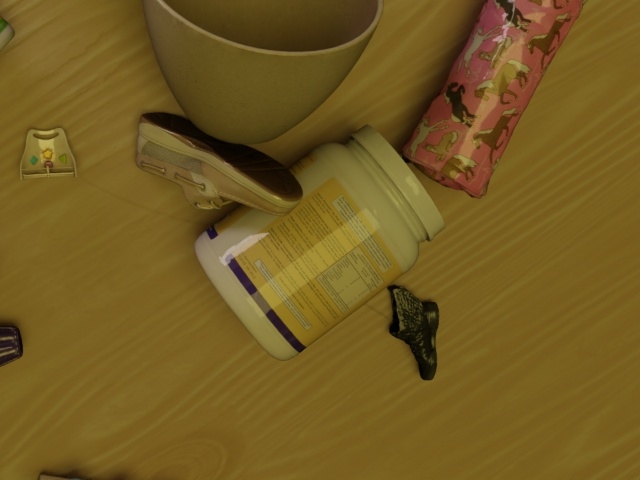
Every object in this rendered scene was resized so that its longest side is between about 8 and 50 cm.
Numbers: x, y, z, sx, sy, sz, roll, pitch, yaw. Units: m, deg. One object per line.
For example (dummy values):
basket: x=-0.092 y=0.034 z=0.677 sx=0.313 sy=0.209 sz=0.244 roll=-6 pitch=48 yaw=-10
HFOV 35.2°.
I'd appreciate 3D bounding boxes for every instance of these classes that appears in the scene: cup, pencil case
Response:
cup: x=-0.098 y=-0.277 z=1.432 sx=0.331 sy=0.331 sz=0.237 roll=1 pitch=138 yaw=-15
pencil case: x=0.275 y=-0.262 z=1.583 sx=0.160 sy=0.167 sz=0.386 roll=19 pitch=102 yaw=-41

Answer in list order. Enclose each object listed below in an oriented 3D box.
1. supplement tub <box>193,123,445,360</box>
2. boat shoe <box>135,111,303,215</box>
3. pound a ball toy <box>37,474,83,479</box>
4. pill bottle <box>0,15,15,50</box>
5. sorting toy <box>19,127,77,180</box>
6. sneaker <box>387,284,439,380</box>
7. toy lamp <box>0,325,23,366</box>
supplement tub: x=0.000 y=0.000 z=1.558 sx=0.331 sy=0.241 sz=0.241 roll=-37 pitch=112 yaw=-1
boat shoe: x=-0.156 y=-0.095 z=1.491 sx=0.109 sy=0.302 sz=0.098 roll=-15 pitch=127 yaw=-56
pound a ball toy: x=-0.310 y=0.486 z=1.650 sx=0.319 sy=0.208 sz=0.136 roll=14 pitch=104 yaw=-17
pill bottle: x=-0.553 y=-0.324 z=1.371 sx=0.136 sy=0.136 sz=0.245 roll=-44 pitch=112 yaw=2
sorting toy: x=-0.411 y=-0.132 z=1.521 sx=0.083 sy=0.045 sz=0.075 roll=-4 pitch=101 yaw=-13
sneaker: x=0.157 y=0.162 z=1.752 sx=0.089 sy=0.051 sz=0.170 roll=0 pitch=102 yaw=-14
toy lamp: x=-0.601 y=0.180 z=1.552 sx=0.274 sy=0.080 sz=0.080 roll=-9 pitch=109 yaw=-8
